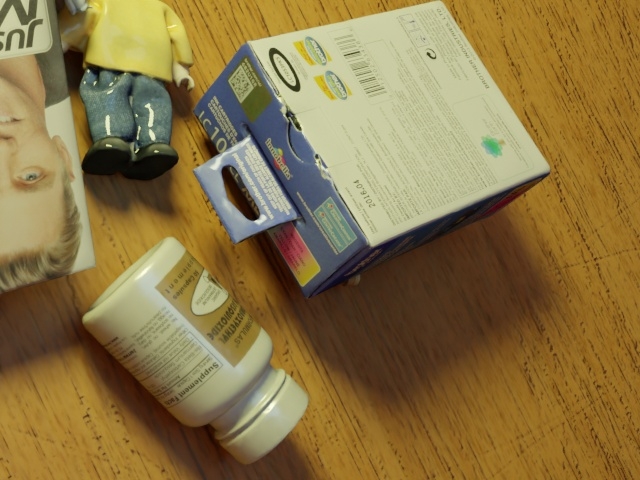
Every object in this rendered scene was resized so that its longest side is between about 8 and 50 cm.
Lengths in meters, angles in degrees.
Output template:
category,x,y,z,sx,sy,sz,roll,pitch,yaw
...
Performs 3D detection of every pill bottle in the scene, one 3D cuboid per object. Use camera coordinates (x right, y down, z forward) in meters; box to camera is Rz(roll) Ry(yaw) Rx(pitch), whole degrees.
category,x,y,z,sx,sy,sz,roll,pitch,yaw
pill bottle,-0.125,0.119,1.138,0.229,0.131,0.131,47,56,-10

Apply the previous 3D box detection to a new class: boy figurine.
category,x,y,z,sx,sy,sz,roll,pitch,yaw
boy figurine,-0.227,-0.217,1.214,0.177,0.092,0.285,2,72,-32

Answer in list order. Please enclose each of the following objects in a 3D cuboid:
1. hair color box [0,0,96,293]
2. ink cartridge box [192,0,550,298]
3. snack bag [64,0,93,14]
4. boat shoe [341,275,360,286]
category,x,y,z,sx,sy,sz,roll,pitch,yaw
hair color box,-0.331,-0.125,1.024,0.174,0.105,0.347,-18,111,-34
ink cartridge box,0.044,-0.111,1.268,0.395,0.151,0.270,-21,76,-42
snack bag,-0.303,-0.454,1.113,0.037,0.342,0.323,-12,49,8
boat shoe,0.000,0.000,1.309,0.045,0.050,0.135,-24,77,-32
